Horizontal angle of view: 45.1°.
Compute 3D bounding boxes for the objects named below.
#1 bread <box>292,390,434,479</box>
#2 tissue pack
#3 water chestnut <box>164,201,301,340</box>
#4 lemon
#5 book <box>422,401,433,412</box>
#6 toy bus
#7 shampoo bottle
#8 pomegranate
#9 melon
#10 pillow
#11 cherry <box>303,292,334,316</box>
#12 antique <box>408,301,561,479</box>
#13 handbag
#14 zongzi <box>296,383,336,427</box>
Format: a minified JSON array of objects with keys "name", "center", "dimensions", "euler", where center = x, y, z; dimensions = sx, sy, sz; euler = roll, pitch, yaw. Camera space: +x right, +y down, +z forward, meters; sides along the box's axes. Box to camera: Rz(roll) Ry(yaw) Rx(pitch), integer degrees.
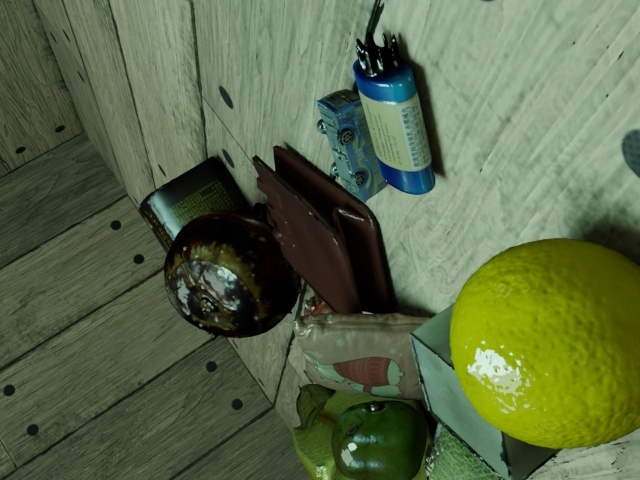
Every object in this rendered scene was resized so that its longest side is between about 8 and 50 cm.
[{"name":"bread","center":[0.044,0.369,1.547],"dimensions":[0.361,0.233,0.245],"euler":[36,158,54]},{"name":"tissue pack","center":[-0.229,0.018,1.758],"dimensions":[0.370,0.210,0.198],"euler":[60,158,-4]},{"name":"water chestnut","center":[-0.161,0.049,1.542],"dimensions":[0.300,0.300,0.300],"euler":[50,162,22]},{"name":"lemon","center":[0.209,0.084,0.657],"dimensions":[0.178,0.203,0.178],"euler":[-12,-90,-67]},{"name":"book","center":[0.196,0.246,1.277],"dimensions":[0.138,0.016,0.198],"euler":[60,163,-11]},{"name":"toy bus","center":[0.040,-0.118,0.967],"dimensions":[0.051,0.061,0.153],"euler":[39,157,43]},{"name":"shampoo bottle","center":[0.079,-0.138,0.838],"dimensions":[0.087,0.050,0.183],"euler":[43,159,48]},{"name":"pomegranate","center":[0.098,0.331,1.246],"dimensions":[0.191,0.152,0.131],"euler":[65,-151,-63]},{"name":"melon","center":[0.244,0.355,1.239],"dimensions":[0.139,0.093,0.203],"euler":[9,120,24]},{"name":"pillow","center":[0.075,0.180,1.197],"dimensions":[0.223,0.084,0.236],"euler":[6,147,9]},{"name":"cherry","center":[0.005,0.112,1.467],"dimensions":[0.107,0.090,0.226],"euler":[-124,15,-70]},{"name":"antique","center":[0.203,0.149,0.842],"dimensions":[0.146,0.148,0.152],"euler":[38,154,47]},{"name":"handbag","center":[0.001,-0.001,1.262],"dimensions":[0.275,0.084,0.260],"euler":[42,159,42]},{"name":"zongzi","center":[0.012,0.550,1.969],"dimensions":[0.286,0.138,0.300],"euler":[33,114,57]}]
